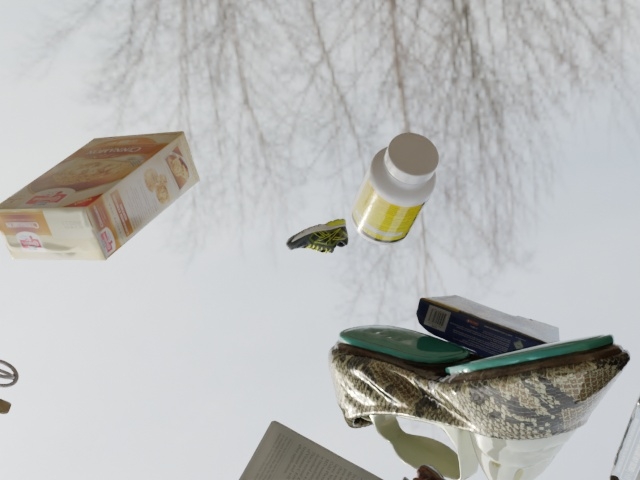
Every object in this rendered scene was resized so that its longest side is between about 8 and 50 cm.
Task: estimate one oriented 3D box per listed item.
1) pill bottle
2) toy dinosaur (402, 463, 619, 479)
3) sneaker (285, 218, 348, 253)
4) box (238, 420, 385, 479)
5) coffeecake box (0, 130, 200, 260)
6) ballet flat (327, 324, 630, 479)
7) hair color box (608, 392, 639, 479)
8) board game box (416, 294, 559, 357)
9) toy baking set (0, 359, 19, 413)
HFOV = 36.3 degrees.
[{"bbox_3d":[0.071,-0.049,0.912,0.065,0.116,0.065,5,-119,-10],"label":"pill bottle"},{"bbox_3d":[0.172,0.240,0.578,0.296,0.127,0.200,26,-164,14],"label":"toy dinosaur"},{"bbox_3d":[0.000,0.000,1.102,0.083,0.035,0.031,-19,176,-31],"label":"sneaker"},{"bbox_3d":[0.053,0.449,1.521,0.345,0.215,0.168,25,-105,20],"label":"box"},{"bbox_3d":[-0.249,-0.052,1.100,0.142,0.068,0.185,0,-150,31],"label":"coffeecake box"},{"bbox_3d":[0.173,0.193,1.137,0.164,0.182,0.483,-7,180,-32],"label":"ballet flat"},{"bbox_3d":[0.412,0.067,0.956,0.114,0.185,0.374,22,-119,21],"label":"hair color box"},{"bbox_3d":[0.245,0.132,1.319,0.194,0.060,0.194,20,-174,26],"label":"board game box"},{"bbox_3d":[-0.510,0.140,1.304,0.197,0.030,0.256,15,-161,-43],"label":"toy baking set"}]
